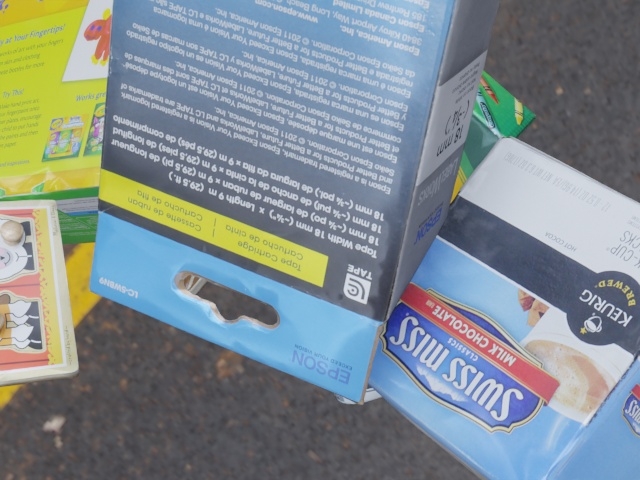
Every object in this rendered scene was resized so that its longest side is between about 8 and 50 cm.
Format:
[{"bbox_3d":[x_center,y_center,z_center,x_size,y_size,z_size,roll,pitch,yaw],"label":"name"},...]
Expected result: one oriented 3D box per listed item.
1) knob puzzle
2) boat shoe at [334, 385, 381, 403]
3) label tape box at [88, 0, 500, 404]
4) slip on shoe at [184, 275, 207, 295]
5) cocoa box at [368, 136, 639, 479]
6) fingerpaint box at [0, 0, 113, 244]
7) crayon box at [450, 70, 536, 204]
[{"bbox_3d":[-0.300,0.038,1.018,0.213,0.030,0.213,6,55,-8],"label":"knob puzzle"},{"bbox_3d":[0.099,0.134,1.544,0.183,0.083,0.065,-16,29,-20],"label":"boat shoe"},{"bbox_3d":[-0.026,-0.084,0.899,0.241,0.333,0.106,21,31,17],"label":"label tape box"},{"bbox_3d":[-0.110,0.007,1.214,0.051,0.041,0.135,14,67,23],"label":"slip on shoe"},{"bbox_3d":[0.228,0.126,1.045,0.228,0.347,0.231,-52,45,-3],"label":"cocoa box"},{"bbox_3d":[-0.267,-0.192,1.573,0.445,0.163,0.371,-4,66,38],"label":"fingerpaint box"},{"bbox_3d":[0.091,-0.091,1.424,0.081,0.165,0.278,-44,-6,-46],"label":"crayon box"}]
